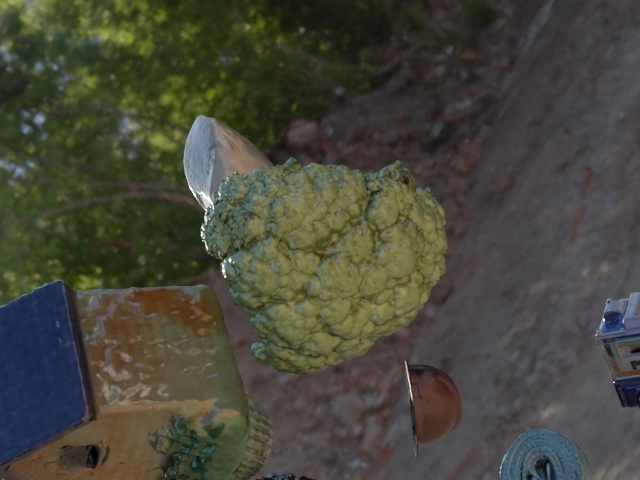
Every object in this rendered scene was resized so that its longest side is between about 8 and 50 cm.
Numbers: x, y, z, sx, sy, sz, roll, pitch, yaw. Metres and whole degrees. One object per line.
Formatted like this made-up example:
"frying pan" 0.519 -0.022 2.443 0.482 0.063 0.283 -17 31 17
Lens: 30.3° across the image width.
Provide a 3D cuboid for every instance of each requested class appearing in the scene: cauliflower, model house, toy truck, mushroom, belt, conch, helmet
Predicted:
"cauliflower" 0.000 0.000 1.290 0.272 0.250 0.275 -25 -44 -21
"model house" -0.263 0.210 1.310 0.312 0.280 0.245 113 147 -42
"toy truck" 0.525 0.133 1.595 0.268 0.155 0.124 -15 23 31
"mushroom" -0.090 -0.036 1.738 0.128 0.350 0.128 -35 -1 -1
"belt" 0.361 0.386 1.867 0.147 0.082 0.163 5 66 37
"conch" -0.122 0.267 1.596 0.102 0.135 0.153 -29 36 21
"helmet" 0.127 0.184 1.303 0.089 0.057 0.111 -100 3 -78

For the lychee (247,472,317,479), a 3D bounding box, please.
"lychee" -0.052 0.469 1.612 0.264 0.264 0.300 -79 7 -82
